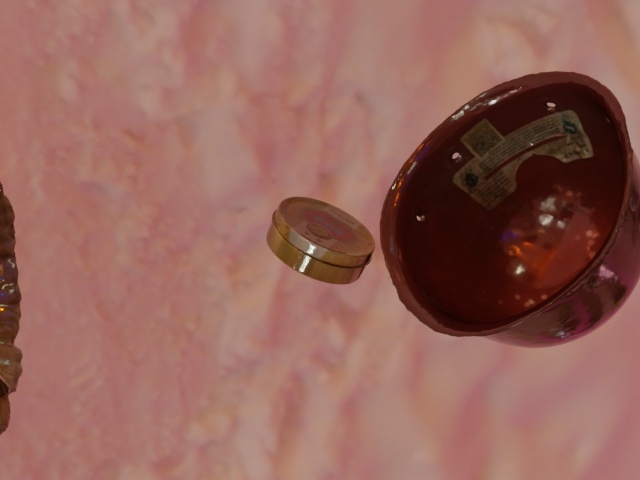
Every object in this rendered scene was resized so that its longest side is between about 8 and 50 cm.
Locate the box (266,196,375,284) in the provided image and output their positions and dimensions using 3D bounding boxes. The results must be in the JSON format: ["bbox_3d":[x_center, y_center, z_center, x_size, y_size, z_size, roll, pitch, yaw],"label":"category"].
[{"bbox_3d":[0.000,0.000,1.250,0.106,0.105,0.037,0,125,-42],"label":"box"}]

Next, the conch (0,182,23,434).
[{"bbox_3d":[-0.387,0.014,1.115,0.297,0.210,0.352,-70,159,-51],"label":"conch"}]

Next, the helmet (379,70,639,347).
[{"bbox_3d":[0.274,0.002,1.581,0.338,0.384,0.230,-30,132,21],"label":"helmet"}]
